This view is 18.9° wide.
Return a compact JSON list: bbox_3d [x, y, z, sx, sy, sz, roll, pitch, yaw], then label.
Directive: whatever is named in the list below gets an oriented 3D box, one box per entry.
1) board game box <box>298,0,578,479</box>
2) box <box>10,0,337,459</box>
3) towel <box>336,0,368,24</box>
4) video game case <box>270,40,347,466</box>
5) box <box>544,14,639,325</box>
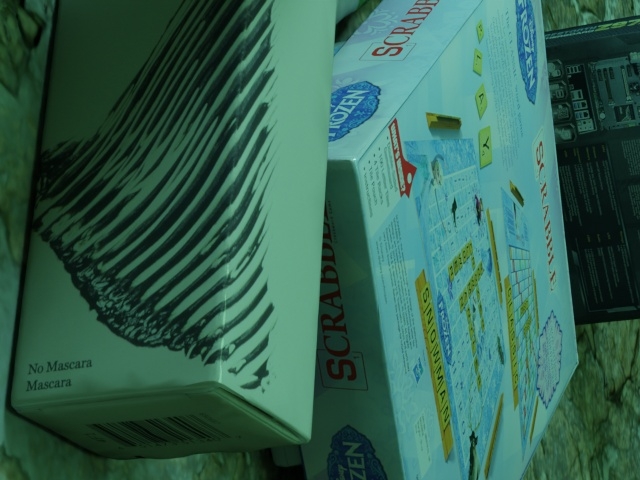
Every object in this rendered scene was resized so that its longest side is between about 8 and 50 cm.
[{"bbox_3d":[0.069,0.022,1.127,0.318,0.066,0.319,-52,140,-53],"label":"board game box"},{"bbox_3d":[-0.061,-0.043,0.888,0.094,0.113,0.275,39,48,-56],"label":"box"},{"bbox_3d":[0.068,-0.221,1.117,0.038,0.248,0.325,39,27,6],"label":"towel"},{"bbox_3d":[0.000,0.000,1.114,0.193,0.023,0.212,-30,111,-64],"label":"video game case"},{"bbox_3d":[0.249,-0.055,1.487,0.059,0.183,0.233,-43,122,-61],"label":"box"}]
